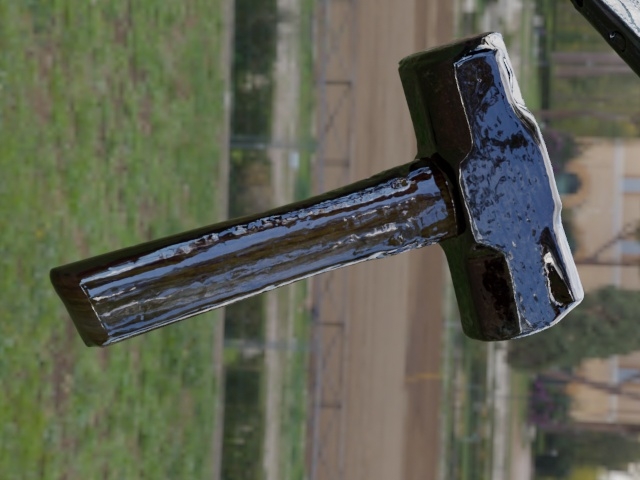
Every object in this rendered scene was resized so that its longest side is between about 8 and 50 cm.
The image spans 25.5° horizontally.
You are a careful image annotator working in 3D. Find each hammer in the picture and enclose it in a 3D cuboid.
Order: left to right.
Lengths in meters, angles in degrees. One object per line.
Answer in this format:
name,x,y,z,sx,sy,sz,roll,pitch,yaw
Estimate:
hammer,0.000,0.000,1.079,0.095,0.409,0.242,7,-68,66

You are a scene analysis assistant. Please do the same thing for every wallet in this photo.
wallet,0.362,-0.202,1.414,0.167,0.222,0.036,56,-48,32
